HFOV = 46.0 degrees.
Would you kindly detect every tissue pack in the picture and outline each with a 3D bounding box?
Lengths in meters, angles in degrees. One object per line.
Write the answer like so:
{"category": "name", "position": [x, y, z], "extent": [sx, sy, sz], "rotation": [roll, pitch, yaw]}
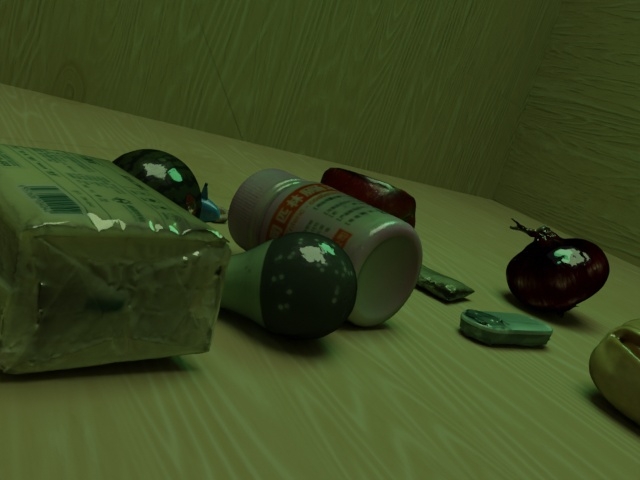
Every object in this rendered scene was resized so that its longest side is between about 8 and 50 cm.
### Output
{"category": "tissue pack", "position": [-0.346, 0.010, 1.048], "extent": [0.297, 0.207, 0.380], "rotation": [4, 18, -40]}

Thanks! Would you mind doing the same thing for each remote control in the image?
{"category": "remote control", "position": [0.399, 0.188, 1.620], "extent": [0.247, 0.052, 0.104], "rotation": [8, 14, -34]}

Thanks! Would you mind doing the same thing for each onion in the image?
{"category": "onion", "position": [0.615, 0.056, 1.988], "extent": [0.273, 0.285, 0.273], "rotation": [-18, 3, 1]}

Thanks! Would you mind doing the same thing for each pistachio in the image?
{"category": "pistachio", "position": [0.615, 0.256, 1.359], "extent": [0.187, 0.188, 0.299], "rotation": [11, 20, -27]}

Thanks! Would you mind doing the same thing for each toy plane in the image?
{"category": "toy plane", "position": [-0.358, -0.111, 1.789], "extent": [0.271, 0.105, 0.254], "rotation": [14, 26, 17]}

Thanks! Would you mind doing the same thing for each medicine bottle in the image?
{"category": "medicine bottle", "position": [0.000, 0.000, 1.521], "extent": [0.219, 0.219, 0.388], "rotation": [5, 18, -44]}

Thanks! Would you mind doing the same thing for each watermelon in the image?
{"category": "watermelon", "position": [-0.329, -0.072, 1.440], "extent": [0.212, 0.212, 0.212], "rotation": [16, 13, -4]}

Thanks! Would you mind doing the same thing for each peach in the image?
{"category": "peach", "position": [0.095, -0.075, 1.933], "extent": [0.274, 0.245, 0.249], "rotation": [35, -20, 34]}

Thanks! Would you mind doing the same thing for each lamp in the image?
{"category": "lamp", "position": [-0.096, 0.073, 1.240], "extent": [0.313, 0.182, 0.182], "rotation": [2, 14, -3]}

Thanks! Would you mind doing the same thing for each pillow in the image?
{"category": "pillow", "position": [0.259, 0.090, 1.875], "extent": [0.229, 0.050, 0.148], "rotation": [26, 9, 34]}

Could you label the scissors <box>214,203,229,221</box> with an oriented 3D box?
{"category": "scissors", "position": [-0.246, -0.073, 1.957], "extent": [0.317, 0.024, 0.160], "rotation": [6, 15, -37]}
